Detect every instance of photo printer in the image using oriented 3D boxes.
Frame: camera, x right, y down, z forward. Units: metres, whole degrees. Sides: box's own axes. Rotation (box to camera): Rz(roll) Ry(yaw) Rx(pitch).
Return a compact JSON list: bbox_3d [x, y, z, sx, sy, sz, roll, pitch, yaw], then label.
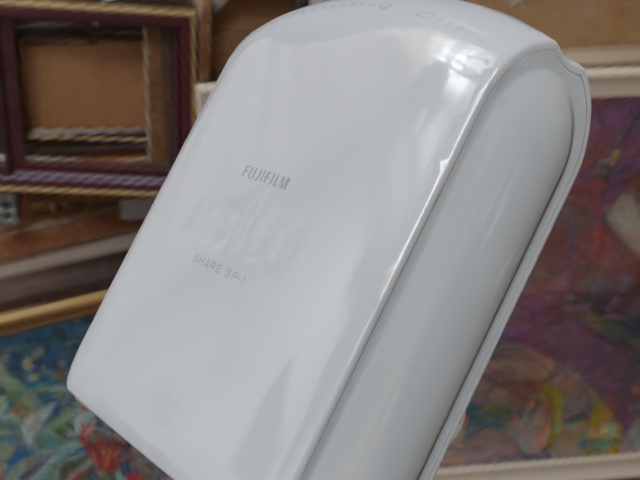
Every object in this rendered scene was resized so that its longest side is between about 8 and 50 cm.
[{"bbox_3d":[0.000,0.000,0.575,0.256,0.107,0.307,21,82,51],"label":"photo printer"}]

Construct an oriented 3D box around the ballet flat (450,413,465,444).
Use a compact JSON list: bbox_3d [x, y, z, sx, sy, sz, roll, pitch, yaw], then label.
[{"bbox_3d":[0.013,0.004,0.886,0.139,0.139,0.400,102,155,-44],"label":"ballet flat"}]
